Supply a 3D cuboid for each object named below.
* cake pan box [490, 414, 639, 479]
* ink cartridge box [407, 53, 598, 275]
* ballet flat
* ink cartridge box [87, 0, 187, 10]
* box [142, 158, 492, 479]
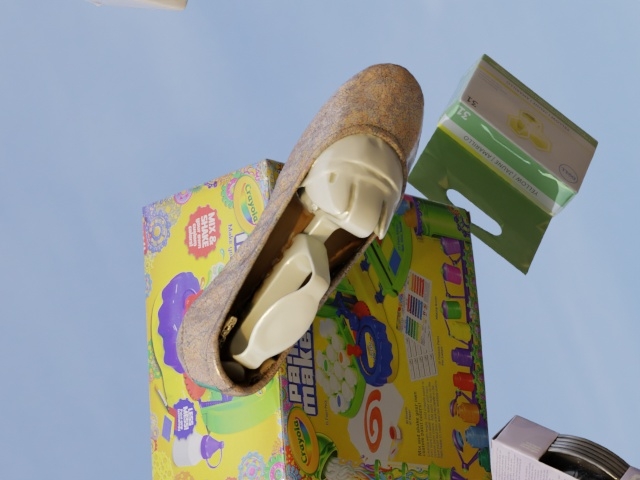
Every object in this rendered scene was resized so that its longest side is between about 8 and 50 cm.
[{"bbox_3d":[0.338,0.375,2.554,0.070,0.245,0.267,-44,-37,-39],"label":"cake pan box"},{"bbox_3d":[0.202,-0.088,2.128,0.171,0.056,0.235,38,-145,-5],"label":"ink cartridge box"},{"bbox_3d":[0.000,0.000,1.605,0.107,0.316,0.106,31,-176,-24],"label":"ballet flat"},{"bbox_3d":[-0.227,-0.303,1.381,0.307,0.129,0.223,10,-87,-40],"label":"ink cartridge box"},{"bbox_3d":[-0.002,0.105,1.816,0.279,0.177,0.290,13,-113,-44],"label":"box"}]
